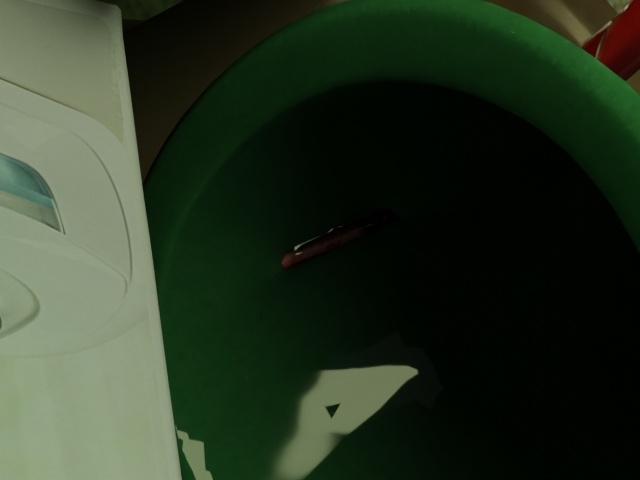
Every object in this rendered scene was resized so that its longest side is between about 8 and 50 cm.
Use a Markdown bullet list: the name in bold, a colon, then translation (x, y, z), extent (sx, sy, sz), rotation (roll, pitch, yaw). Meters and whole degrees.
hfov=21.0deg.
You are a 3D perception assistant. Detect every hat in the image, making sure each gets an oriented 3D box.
- **hat**: translation (0.074, 0.007, 0.476), extent (0.183, 0.208, 0.173), rotation (-19, 74, -54)

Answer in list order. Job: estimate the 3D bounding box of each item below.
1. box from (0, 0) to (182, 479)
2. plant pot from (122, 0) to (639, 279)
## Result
- **box**: translation (-0.150, 0.092, 0.410), extent (0.127, 0.262, 0.231), rotation (8, 59, -37)
- **plant pot**: translation (0.000, 0.000, 0.615), extent (0.263, 0.229, 0.263), rotation (21, 52, -29)
